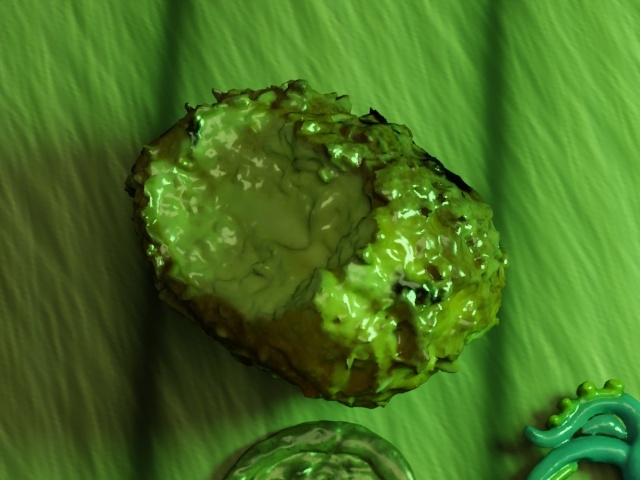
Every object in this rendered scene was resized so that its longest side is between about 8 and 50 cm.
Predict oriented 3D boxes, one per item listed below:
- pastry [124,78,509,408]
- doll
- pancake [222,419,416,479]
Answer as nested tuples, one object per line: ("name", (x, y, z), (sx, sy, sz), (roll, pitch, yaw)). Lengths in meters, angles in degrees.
("pastry", (0.014, 0.008, 1.599), (0.405, 0.337, 0.292), (28, 88, 34))
("doll", (0.368, 0.293, 1.649), (0.341, 0.099, 0.346), (-39, 82, -15))
("pancake", (0.000, 0.310, 1.640), (0.250, 0.031, 0.250), (2, 71, -6))
